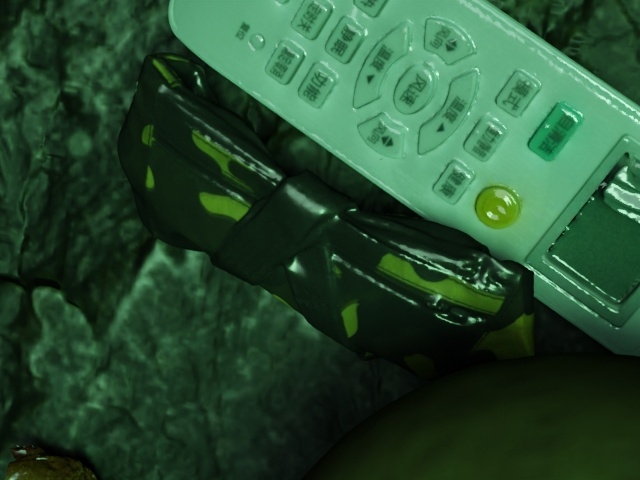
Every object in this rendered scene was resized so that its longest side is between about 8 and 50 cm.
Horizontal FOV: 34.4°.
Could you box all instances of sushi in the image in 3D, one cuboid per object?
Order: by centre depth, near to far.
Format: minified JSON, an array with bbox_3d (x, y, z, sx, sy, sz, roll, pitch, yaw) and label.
[{"bbox_3d":[-0.143,0.169,0.559,0.060,0.061,0.118,-17,70,21],"label":"sushi"}]

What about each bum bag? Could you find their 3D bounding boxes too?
[{"bbox_3d":[0.000,0.000,0.503,0.232,0.060,0.107,32,138,9],"label":"bum bag"}]

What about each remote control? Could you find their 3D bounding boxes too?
[{"bbox_3d":[0.062,-0.067,0.498,0.293,0.051,0.103,37,116,6],"label":"remote control"}]

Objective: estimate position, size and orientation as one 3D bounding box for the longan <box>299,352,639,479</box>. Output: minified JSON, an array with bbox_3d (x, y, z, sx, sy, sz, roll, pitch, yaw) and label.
[{"bbox_3d":[0.116,0.191,0.381,0.318,0.319,0.319,1,94,12],"label":"longan"}]
